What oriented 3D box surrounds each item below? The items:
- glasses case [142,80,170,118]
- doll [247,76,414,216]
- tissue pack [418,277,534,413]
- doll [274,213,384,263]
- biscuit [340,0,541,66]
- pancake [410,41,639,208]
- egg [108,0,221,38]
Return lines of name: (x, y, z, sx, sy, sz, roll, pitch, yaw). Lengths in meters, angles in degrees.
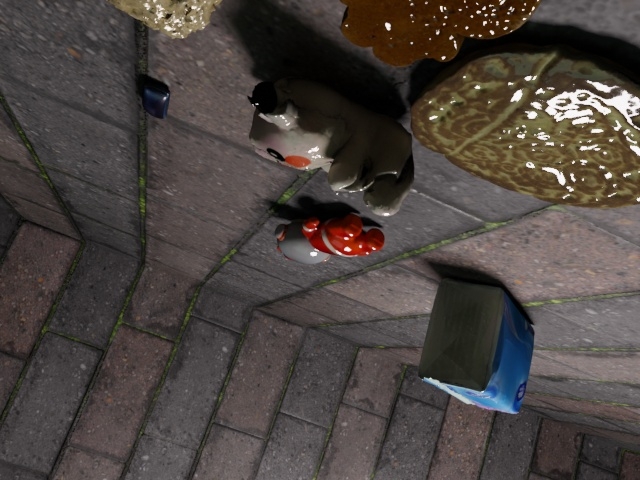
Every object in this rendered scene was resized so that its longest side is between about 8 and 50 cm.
glasses case: (-0.215, -0.179, 0.774, 0.034, 0.023, 0.083, 21, 165, -13)
doll: (0.009, -0.102, 0.602, 0.192, 0.095, 0.149, 25, -166, -15)
tissue pack: (0.313, 0.211, 1.157, 0.146, 0.198, 0.263, 7, 161, 32)
doll: (0.000, 0.000, 1.046, 0.142, 0.076, 0.245, 30, 158, -31)
biscuit: (0.075, -0.175, 0.412, 0.124, 0.026, 0.175, 27, 163, -21)
pancake: (0.201, -0.090, 0.544, 0.250, 0.031, 0.250, 19, 165, 5)
egg: (-0.105, -0.199, 0.382, 0.116, 0.118, 0.140, 5, 177, -12)
